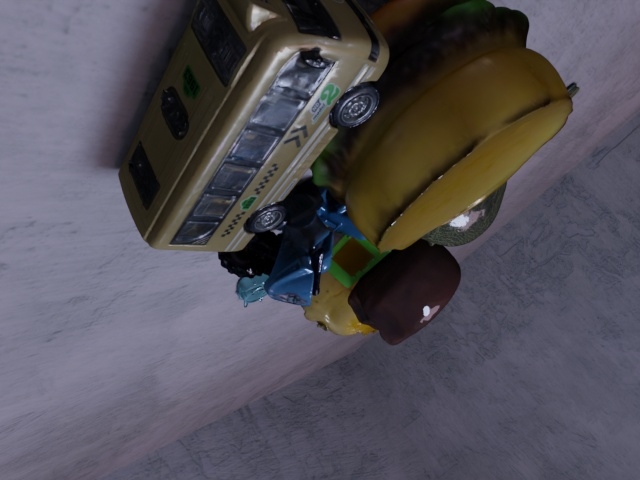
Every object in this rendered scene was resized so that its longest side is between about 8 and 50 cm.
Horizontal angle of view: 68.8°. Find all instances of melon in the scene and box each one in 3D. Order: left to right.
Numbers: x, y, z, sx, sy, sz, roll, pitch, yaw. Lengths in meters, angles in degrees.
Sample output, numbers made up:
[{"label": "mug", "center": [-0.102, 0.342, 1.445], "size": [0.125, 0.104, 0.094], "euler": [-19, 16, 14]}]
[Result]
[{"label": "melon", "center": [0.296, -0.147, 1.063], "size": [0.248, 0.248, 0.330], "euler": [10, 95, -63]}]

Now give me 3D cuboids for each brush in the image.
[{"label": "brush", "center": [0.711, -0.421, 1.473], "size": [0.266, 0.027, 0.062], "euler": [-30, 159, -13]}]

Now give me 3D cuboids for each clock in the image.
[{"label": "clock", "center": [-0.176, 0.132, 1.276], "size": [0.108, 0.045, 0.147], "euler": [-22, 157, -30]}, {"label": "clock", "center": [0.142, -0.028, 1.253], "size": [0.255, 0.106, 0.220], "euler": [-48, 180, -40]}]

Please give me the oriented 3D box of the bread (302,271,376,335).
[{"label": "bread", "center": [0.171, 0.139, 1.546], "size": [0.394, 0.250, 0.360], "euler": [-48, 158, 28]}]

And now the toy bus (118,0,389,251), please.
[{"label": "toy bus", "center": [-0.098, -0.147, 0.578], "size": [0.201, 0.177, 0.365], "euler": [-2, 144, -47]}]

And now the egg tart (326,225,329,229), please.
[{"label": "egg tart", "center": [-0.046, 0.023, 1.200], "size": [0.191, 0.074, 0.191], "euler": [-28, 160, -12]}]

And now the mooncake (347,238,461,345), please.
[{"label": "mooncake", "center": [0.201, 0.120, 1.221], "size": [0.334, 0.174, 0.326], "euler": [-43, -175, 27]}]

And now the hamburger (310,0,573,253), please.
[{"label": "hamburger", "center": [0.150, -0.188, 0.727], "size": [0.395, 0.278, 0.396], "euler": [-32, 163, -11]}]

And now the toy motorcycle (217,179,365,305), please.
[{"label": "toy motorcycle", "center": [0.000, 0.000, 0.982], "size": [0.415, 0.232, 0.172], "euler": [-25, 146, -28]}]
